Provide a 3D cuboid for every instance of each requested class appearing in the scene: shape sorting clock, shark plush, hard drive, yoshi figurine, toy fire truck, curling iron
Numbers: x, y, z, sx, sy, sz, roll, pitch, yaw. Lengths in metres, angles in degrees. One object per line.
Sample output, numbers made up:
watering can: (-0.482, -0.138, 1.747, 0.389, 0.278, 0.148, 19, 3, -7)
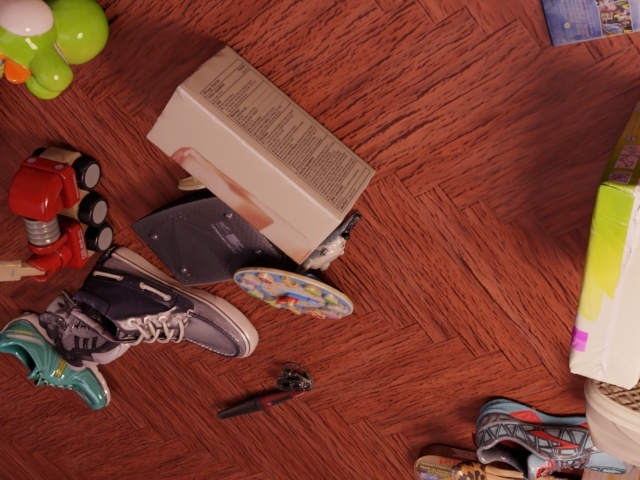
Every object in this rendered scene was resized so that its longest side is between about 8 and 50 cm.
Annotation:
shape sorting clock: (-0.045, 0.090, 1.546, 0.206, 0.040, 0.206, 12, 164, 4)
shark plush: (0.000, 0.000, 1.497, 0.161, 0.073, 0.067, -41, 68, 49)
hard drive: (-0.186, -0.008, 1.575, 0.255, 0.054, 0.172, -14, 125, 40)
yoshi figurine: (-0.441, -0.393, 1.388, 0.203, 0.203, 0.362, -26, 98, -2)
toy fire truck: (-0.505, -0.022, 1.626, 0.159, 0.246, 0.217, 15, 131, 18)
curling iron: (-0.112, 0.301, 1.808, 0.274, 0.035, 0.068, -32, 102, 41)

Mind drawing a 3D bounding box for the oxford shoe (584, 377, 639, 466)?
oxford shoe: (0.590, 0.314, 1.338, 0.449, 0.169, 0.130, 22, 130, 22)

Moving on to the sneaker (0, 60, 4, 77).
sneaker: (-0.604, -0.285, 1.612, 0.188, 0.067, 0.078, -34, 83, 44)

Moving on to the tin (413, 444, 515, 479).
tin: (0.264, 0.425, 1.695, 0.190, 0.040, 0.106, 8, 132, 24)

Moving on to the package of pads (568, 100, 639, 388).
package of pads: (0.394, -0.001, 1.152, 0.101, 0.229, 0.296, 16, 132, 22)

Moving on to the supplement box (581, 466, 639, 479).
supplement box: (0.483, 0.396, 1.531, 0.098, 0.062, 0.036, -6, 123, 33)

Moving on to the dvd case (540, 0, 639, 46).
dvd case: (0.365, -0.326, 1.054, 0.253, 0.022, 0.180, -4, 122, 32)

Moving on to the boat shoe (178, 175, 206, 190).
boat shoe: (-0.178, -0.109, 1.519, 0.135, 0.050, 0.045, -7, 97, 33)

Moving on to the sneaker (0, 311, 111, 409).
sneaker: (-0.572, 0.277, 1.996, 0.275, 0.110, 0.107, 40, 134, -5)

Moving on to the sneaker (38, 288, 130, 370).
sneaker: (-0.465, 0.167, 1.852, 0.269, 0.101, 0.153, -23, 114, 42)

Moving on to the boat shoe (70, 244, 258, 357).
boat shoe: (-0.293, 0.152, 1.706, 0.341, 0.158, 0.127, 27, 134, 8)

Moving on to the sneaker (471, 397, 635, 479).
sneaker: (0.373, 0.350, 1.511, 0.262, 0.125, 0.104, 8, 129, 24)

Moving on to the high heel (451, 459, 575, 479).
high heel: (0.340, 0.403, 1.551, 0.186, 0.093, 0.261, -23, 137, 24)

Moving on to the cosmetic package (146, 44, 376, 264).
cosmetic package: (-0.085, -0.126, 1.376, 0.296, 0.153, 0.129, 41, 133, -4)
